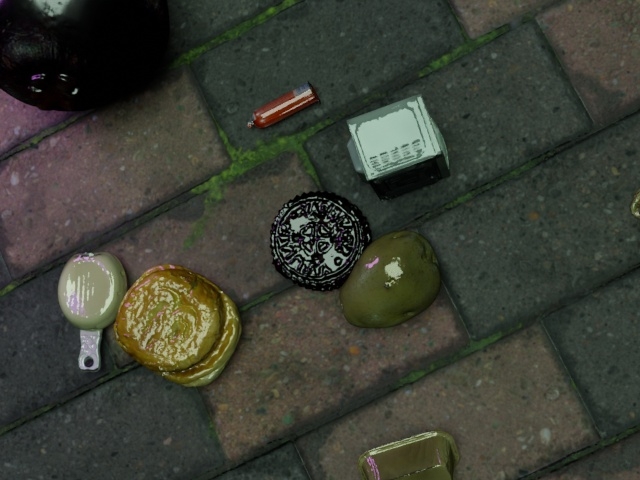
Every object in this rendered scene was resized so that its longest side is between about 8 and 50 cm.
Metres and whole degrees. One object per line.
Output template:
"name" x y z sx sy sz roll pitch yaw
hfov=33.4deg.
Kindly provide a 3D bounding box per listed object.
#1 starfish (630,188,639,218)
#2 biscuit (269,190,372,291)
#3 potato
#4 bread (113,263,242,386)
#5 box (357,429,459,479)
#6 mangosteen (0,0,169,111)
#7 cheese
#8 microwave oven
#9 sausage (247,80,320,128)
"starfish" 0.644 -0.093 1.860 0.210 0.053 0.150 -19 72 11
"biscuit" 0.000 0.000 1.968 0.195 0.053 0.194 -1 82 10
"potato" 0.118 0.076 1.897 0.194 0.157 0.157 -32 77 21
"bread" -0.264 0.152 1.961 0.236 0.120 0.198 30 86 12
"box" 0.156 0.397 1.863 0.177 0.111 0.111 -18 79 7
"mangosteen" -0.460 -0.451 1.969 0.382 0.382 0.435 -1 66 10
"cheese" -0.434 0.136 2.023 0.137 0.064 0.227 -2 81 14
"microwave oven" 0.140 -0.156 1.885 0.162 0.208 0.122 -20 79 7
"sausage" -0.073 -0.249 2.023 0.145 0.048 0.050 -27 117 6
